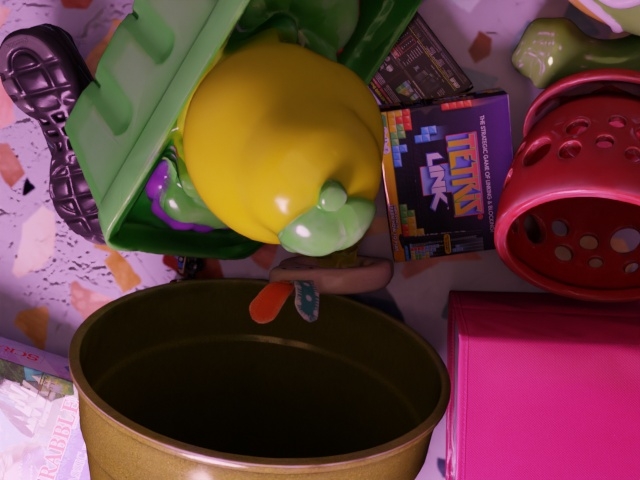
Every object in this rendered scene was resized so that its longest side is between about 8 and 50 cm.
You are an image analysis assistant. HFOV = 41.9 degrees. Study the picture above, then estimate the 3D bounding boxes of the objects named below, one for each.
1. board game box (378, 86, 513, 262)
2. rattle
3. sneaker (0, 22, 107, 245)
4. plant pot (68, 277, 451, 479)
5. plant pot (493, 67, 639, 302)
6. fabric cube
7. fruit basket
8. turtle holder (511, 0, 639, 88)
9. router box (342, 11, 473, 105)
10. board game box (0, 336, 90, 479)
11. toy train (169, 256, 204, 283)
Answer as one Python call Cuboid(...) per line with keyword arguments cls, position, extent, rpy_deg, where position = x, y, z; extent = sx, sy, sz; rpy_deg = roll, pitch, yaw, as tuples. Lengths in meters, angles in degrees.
Cuboid(cls="board game box", position=(0.137, -0.069, 0.903), extent=(0.141, 0.048, 0.170), rpy_deg=(-8, 109, 5))
Cuboid(cls="rattle", position=(0.000, 0.000, 0.876), extent=(0.130, 0.199, 0.143), rpy_deg=(25, 108, 32))
Cuboid(cls="sneaker", position=(-0.271, -0.123, 0.962), extent=(0.101, 0.106, 0.267), rpy_deg=(-11, 116, 8))
Cuboid(cls="plant pot", position=(-0.076, 0.273, 0.872), extent=(0.366, 0.366, 0.353), rpy_deg=(10, 109, 7))
Cuboid(cls="plant pot", position=(0.277, -0.056, 0.824), extent=(0.191, 0.191, 0.174), rpy_deg=(13, 56, 7))
Cuboid(cls="fabric cube", position=(0.258, 0.191, 0.836), extent=(0.258, 0.259, 0.254), rpy_deg=(0, 96, 7))
Cuboid(cls="fruit basket", position=(-0.041, -0.117, 0.791), extent=(0.392, 0.283, 0.392), rpy_deg=(-3, 85, 32))
Cuboid(cls="turtle holder", position=(0.308, -0.306, 0.793), extent=(0.227, 0.320, 0.243), rpy_deg=(19, 70, 2))
Cuboid(cls="router box", position=(0.096, -0.189, 0.923), extent=(0.092, 0.038, 0.122), rpy_deg=(-37, 90, 11))
Cuboid(cls="board game box", position=(-0.420, 0.273, 1.010), extent=(0.318, 0.066, 0.319), rpy_deg=(19, 100, -8))
Cuboid(cls="toy train", position=(-0.167, 0.064, 1.001), extent=(0.036, 0.027, 0.158), rpy_deg=(16, 100, 17))
